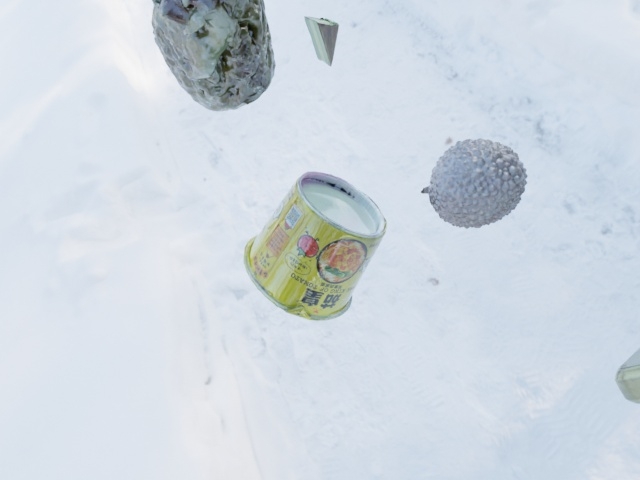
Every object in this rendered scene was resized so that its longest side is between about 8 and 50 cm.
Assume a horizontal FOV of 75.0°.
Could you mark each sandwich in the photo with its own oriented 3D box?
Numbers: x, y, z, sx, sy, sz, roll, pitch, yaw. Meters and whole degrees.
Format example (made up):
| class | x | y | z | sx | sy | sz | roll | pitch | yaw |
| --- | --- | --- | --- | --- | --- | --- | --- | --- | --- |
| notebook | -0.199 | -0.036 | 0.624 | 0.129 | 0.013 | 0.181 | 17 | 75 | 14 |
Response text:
| class | x | y | z | sx | sy | sz | roll | pitch | yaw |
| --- | --- | --- | --- | --- | --- | --- | --- | --- | --- |
| sandwich | -0.006 | -0.554 | 1.166 | 0.074 | 0.117 | 0.074 | -17 | 45 | -34 |

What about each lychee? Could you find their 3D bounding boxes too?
| class | x | y | z | sx | sy | sz | roll | pitch | yaw |
| --- | --- | --- | --- | --- | --- | --- | --- | --- | --- |
| lychee | 0.272 | -0.105 | 0.766 | 0.197 | 0.165 | 0.165 | 15 | 69 | 45 |

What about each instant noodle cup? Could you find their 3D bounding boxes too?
| class | x | y | z | sx | sy | sz | roll | pitch | yaw |
| --- | --- | --- | --- | --- | --- | --- | --- | --- | --- |
| instant noodle cup | 0.000 | 0.000 | 1.053 | 0.254 | 0.325 | 0.326 | -57 | 44 | 30 |

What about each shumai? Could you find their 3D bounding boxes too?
| class | x | y | z | sx | sy | sz | roll | pitch | yaw |
| --- | --- | --- | --- | --- | --- | --- | --- | --- | --- |
| shumai | -0.172 | -0.328 | 0.598 | 0.189 | 0.218 | 0.256 | -17 | 91 | 3 |

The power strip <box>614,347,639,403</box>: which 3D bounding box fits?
| class | x | y | z | sx | sy | sz | roll | pitch | yaw |
| --- | --- | --- | --- | --- | --- | --- | --- | --- | --- |
| power strip | 0.274 | 0.069 | 0.289 | 0.076 | 0.168 | 0.028 | -44 | 64 | 50 |
